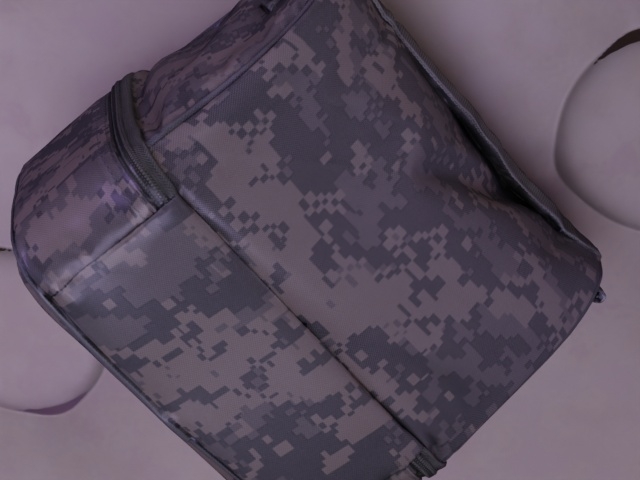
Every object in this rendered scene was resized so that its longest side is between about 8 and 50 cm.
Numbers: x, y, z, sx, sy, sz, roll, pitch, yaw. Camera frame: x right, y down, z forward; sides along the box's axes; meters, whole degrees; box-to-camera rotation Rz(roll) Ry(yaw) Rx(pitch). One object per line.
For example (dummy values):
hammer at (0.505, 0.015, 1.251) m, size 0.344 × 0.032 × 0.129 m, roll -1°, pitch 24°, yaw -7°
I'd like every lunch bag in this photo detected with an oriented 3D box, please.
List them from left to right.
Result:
lunch bag at (0.000, 0.000, 0.898) m, size 0.256 × 0.212 × 0.305 m, roll -39°, pitch 110°, yaw 8°
